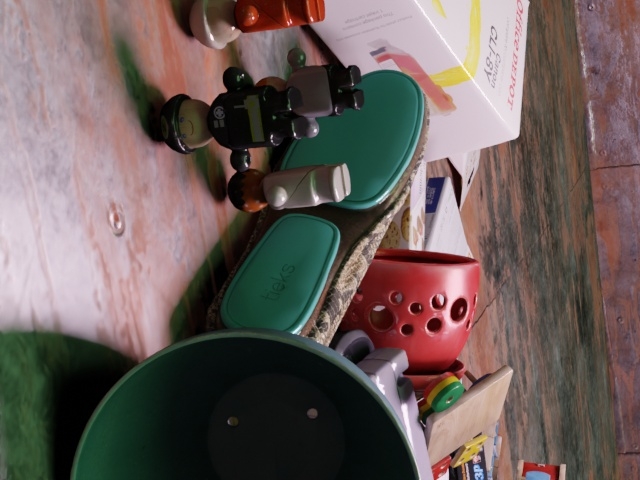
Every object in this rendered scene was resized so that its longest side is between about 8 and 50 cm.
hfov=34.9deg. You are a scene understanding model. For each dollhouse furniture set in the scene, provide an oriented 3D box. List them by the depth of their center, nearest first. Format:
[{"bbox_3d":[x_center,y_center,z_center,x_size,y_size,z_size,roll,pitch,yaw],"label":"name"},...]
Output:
[{"bbox_3d":[0.337,0.377,1.793,0.129,0.183,0.129,73,26,-50],"label":"dollhouse furniture set"}]

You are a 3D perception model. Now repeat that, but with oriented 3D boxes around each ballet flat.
[{"bbox_3d":[0.000,0.000,1.201,0.182,0.164,0.483,92,19,-49],"label":"ballet flat"}]

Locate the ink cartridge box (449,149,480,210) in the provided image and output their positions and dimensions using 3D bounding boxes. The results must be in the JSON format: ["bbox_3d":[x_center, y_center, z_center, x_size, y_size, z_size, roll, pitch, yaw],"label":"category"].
[{"bbox_3d":[0.270,-0.197,1.922,0.181,0.056,0.225,-59,157,-51],"label":"ink cartridge box"}]

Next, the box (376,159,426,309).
[{"bbox_3d":[0.119,-0.056,1.534,0.063,0.067,0.324,28,63,-61],"label":"box"}]

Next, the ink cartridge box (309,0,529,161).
[{"bbox_3d":[0.137,-0.337,1.411,0.384,0.160,0.279,44,46,-42],"label":"ink cartridge box"}]

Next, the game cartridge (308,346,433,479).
[{"bbox_3d":[0.058,0.332,1.191,0.230,0.068,0.355,-27,109,-46],"label":"game cartridge"}]

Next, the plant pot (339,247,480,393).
[{"bbox_3d":[0.112,0.103,1.359,0.191,0.191,0.174,-13,108,-65],"label":"plant pot"}]

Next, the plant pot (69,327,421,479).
[{"bbox_3d":[-0.053,0.206,0.915,0.195,0.290,0.290,-50,134,-82],"label":"plant pot"}]

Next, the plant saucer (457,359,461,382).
[{"bbox_3d":[0.218,0.254,1.765,0.119,0.021,0.119,-3,90,-66],"label":"plant saucer"}]

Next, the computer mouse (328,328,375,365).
[{"bbox_3d":[-0.023,0.211,1.199,0.272,0.072,0.188,-56,140,-35],"label":"computer mouse"}]

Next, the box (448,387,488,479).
[{"bbox_3d":[0.214,0.329,1.611,0.175,0.051,0.220,-127,-153,-73],"label":"box"}]

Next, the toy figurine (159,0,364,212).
[{"bbox_3d":[-0.057,-0.142,1.069,0.209,0.148,0.213,53,39,-55],"label":"toy figurine"}]

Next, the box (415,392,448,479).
[{"bbox_3d":[0.091,0.307,1.402,0.290,0.087,0.169,-9,95,-65],"label":"box"}]

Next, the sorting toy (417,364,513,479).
[{"bbox_3d":[0.175,0.223,1.318,0.132,0.046,0.274,-29,147,-21],"label":"sorting toy"}]

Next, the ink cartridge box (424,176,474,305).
[{"bbox_3d":[0.203,0.045,1.728,0.223,0.045,0.224,-69,147,-41],"label":"ink cartridge box"}]
